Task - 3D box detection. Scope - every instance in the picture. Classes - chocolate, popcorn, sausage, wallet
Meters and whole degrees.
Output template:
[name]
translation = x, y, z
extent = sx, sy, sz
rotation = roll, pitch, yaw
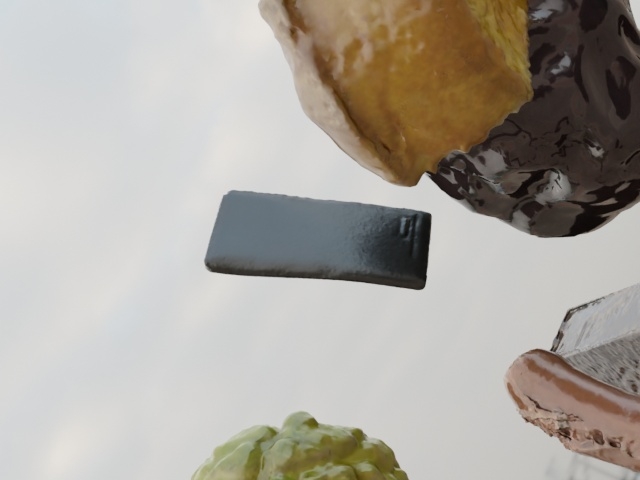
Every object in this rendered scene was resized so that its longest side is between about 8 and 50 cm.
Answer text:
[chocolate]
translation = 0.382, 0.115, 1.802
extent = 0.112, 0.112, 0.321
rotation = -60, 8, -16
[popcorn]
translation = -0.027, 0.296, 1.501
extent = 0.259, 0.259, 0.212
rotation = -66, 8, -4
[sausage]
translation = 0.281, 0.171, 1.272
extent = 0.078, 0.304, 0.078
rotation = -28, -50, -40
[wallet]
translation = 0.000, -0.001, 1.674
extent = 0.124, 0.244, 0.025
rotation = -79, -7, -46

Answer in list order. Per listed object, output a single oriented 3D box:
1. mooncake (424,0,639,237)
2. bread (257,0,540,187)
[mooncake]
translation = 0.233, -0.197, 1.645
extent = 0.350, 0.381, 0.212
rotation = -26, -11, -27
[bread]
translation = 0.054, -0.224, 1.215
extent = 0.179, 0.194, 0.340
rotation = 44, -143, -39
